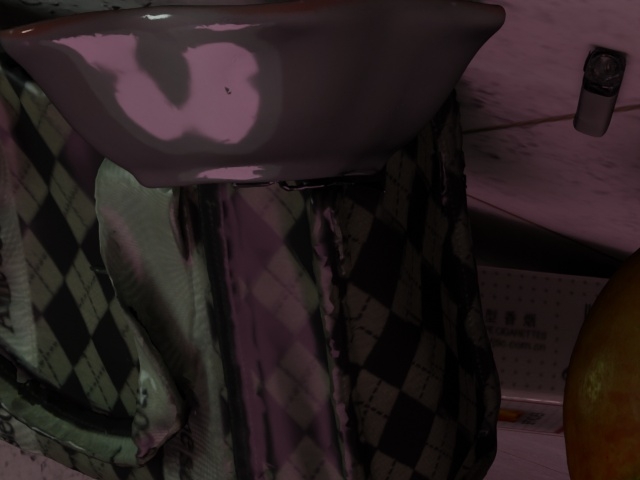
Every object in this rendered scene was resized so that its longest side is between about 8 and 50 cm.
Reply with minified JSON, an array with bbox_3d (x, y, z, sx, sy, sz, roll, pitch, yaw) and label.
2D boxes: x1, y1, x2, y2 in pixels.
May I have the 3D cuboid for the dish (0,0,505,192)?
[{"bbox_3d":[-0.028,-0.059,0.818,0.229,0.081,0.229,-2,-177,0],"label":"dish"}]

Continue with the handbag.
[{"bbox_3d":[-0.119,0.003,1.076,0.416,0.180,0.316,15,137,29],"label":"handbag"}]

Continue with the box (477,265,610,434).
[{"bbox_3d":[0.140,0.081,1.318,0.330,0.095,0.210,5,169,2],"label":"box"}]

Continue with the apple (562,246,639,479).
[{"bbox_3d":[0.245,0.097,0.950,0.246,0.246,0.226,17,173,2],"label":"apple"}]

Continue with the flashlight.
[{"bbox_3d":[0.132,-0.070,0.887,0.018,0.018,0.083,17,169,8],"label":"flashlight"}]
